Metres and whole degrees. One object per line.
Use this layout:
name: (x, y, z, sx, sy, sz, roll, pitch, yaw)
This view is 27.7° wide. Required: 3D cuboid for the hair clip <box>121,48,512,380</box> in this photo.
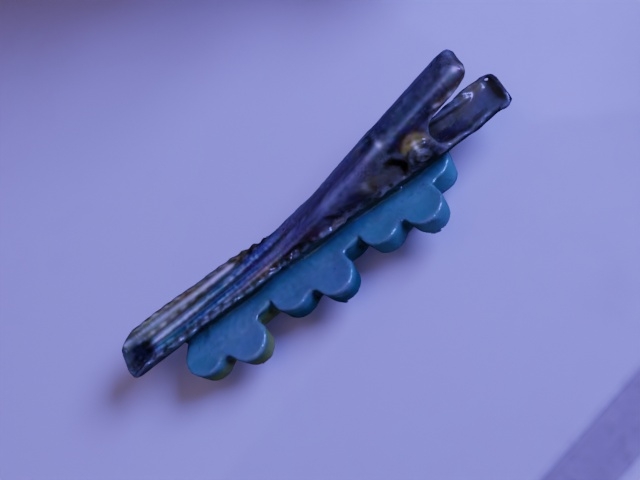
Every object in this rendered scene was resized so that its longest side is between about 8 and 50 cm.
hair clip: (0.001, 0.001, 0.475, 0.173, 0.049, 0.049, -40, 66, 13)
